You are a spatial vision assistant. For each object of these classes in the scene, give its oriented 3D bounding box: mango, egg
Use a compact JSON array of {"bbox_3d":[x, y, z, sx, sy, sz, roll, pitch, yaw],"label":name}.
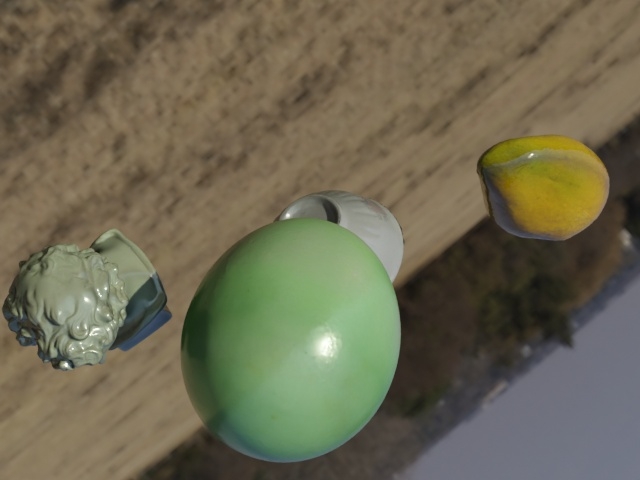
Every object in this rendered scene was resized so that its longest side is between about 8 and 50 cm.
[{"bbox_3d":[0.318,-0.079,2.020,0.176,0.119,0.317,-28,152,22],"label":"mango"},{"bbox_3d":[-0.028,0.098,1.430,0.220,0.220,0.270,-45,-167,43],"label":"egg"}]

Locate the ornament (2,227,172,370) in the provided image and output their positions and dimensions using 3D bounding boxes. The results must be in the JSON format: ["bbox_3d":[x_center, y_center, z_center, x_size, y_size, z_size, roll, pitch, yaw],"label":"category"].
[{"bbox_3d":[-0.235,0.057,1.477,0.120,0.130,0.285,-43,177,10],"label":"ornament"}]

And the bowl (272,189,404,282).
[{"bbox_3d":[0.000,0.000,1.680,0.189,0.189,0.086,-39,142,-7],"label":"bowl"}]
